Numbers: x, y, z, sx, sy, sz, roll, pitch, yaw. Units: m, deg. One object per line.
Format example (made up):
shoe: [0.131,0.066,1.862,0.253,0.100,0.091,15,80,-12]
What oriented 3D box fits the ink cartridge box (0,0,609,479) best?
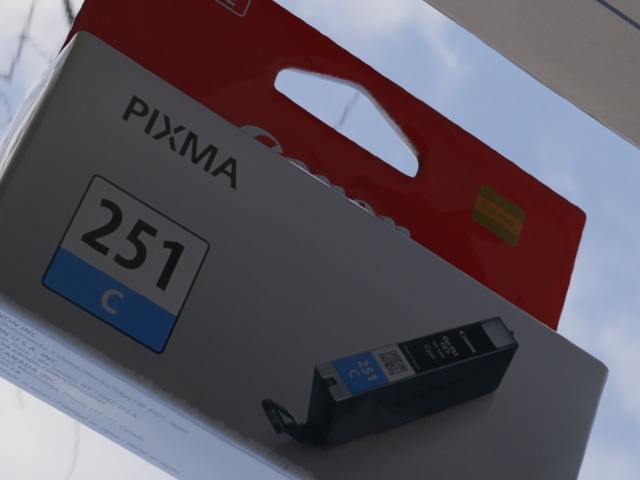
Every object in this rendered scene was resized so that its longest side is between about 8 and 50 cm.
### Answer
ink cartridge box: [0.000,0.000,0.885,0.296,0.066,0.261,32,-125,-16]

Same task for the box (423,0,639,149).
box: [0.094,-0.083,0.421,0.164,0.201,0.021,33,-118,-5]
